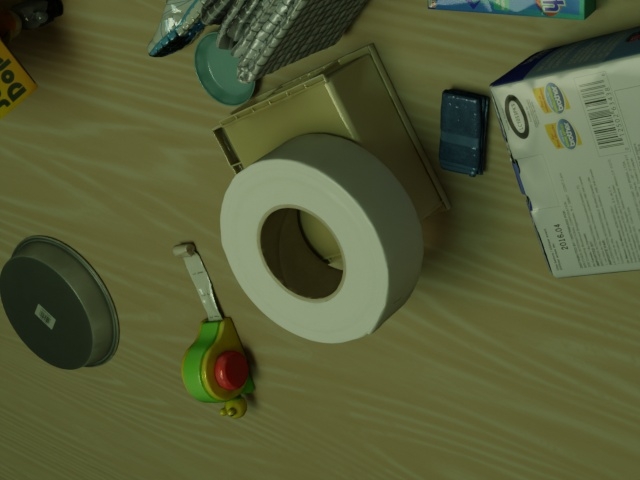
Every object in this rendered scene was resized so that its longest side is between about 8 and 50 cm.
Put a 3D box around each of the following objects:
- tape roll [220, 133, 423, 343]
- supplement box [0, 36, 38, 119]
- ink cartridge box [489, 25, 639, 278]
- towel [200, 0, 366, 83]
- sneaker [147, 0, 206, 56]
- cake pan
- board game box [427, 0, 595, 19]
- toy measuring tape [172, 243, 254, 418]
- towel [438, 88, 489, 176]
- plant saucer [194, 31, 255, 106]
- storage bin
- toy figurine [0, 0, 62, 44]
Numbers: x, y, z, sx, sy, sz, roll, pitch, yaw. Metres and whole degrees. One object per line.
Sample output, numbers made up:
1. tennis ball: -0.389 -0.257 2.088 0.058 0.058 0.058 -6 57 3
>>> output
1. tape roll: 0.000 0.000 1.661 0.286 0.100 0.286 18 125 28
2. supplement box: -0.658 -0.299 1.984 0.356 0.195 0.194 29 158 51
3. ink cartridge box: 0.381 -0.112 1.431 0.395 0.151 0.270 -9 109 39
4. towel: -0.008 -0.355 1.534 0.121 0.235 0.284 48 132 8
5. sneaker: -0.211 -0.354 1.816 0.190 0.071 0.083 -39 82 36
6. cake pan: -0.523 0.133 2.346 0.293 0.054 0.293 19 126 28
7. board game box: 0.231 -0.359 1.465 0.210 0.047 0.160 9 120 28
8. toy measuring tape: -0.208 0.173 2.084 0.121 0.121 0.330 -7 111 40
9. towel: 0.195 -0.149 1.639 0.067 0.029 0.119 18 125 29
10. plant saucer: -0.142 -0.266 1.837 0.119 0.021 0.119 19 126 29
11. storage bin: 0.008 -0.108 1.745 0.260 0.123 0.262 -17 104 43
12. toy figurine: -0.504 -0.448 1.923 0.209 0.148 0.213 50 134 3
